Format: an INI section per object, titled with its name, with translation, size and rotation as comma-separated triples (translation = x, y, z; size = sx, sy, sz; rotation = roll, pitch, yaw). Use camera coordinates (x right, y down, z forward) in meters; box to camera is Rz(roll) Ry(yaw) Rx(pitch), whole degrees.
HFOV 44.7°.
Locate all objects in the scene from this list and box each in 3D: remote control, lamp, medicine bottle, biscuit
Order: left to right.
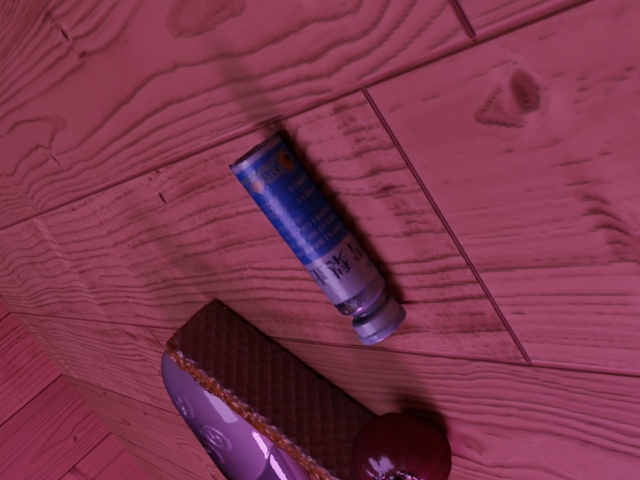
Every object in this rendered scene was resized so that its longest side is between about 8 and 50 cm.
[remote control]
translation = -0.121, 0.275, 1.133
size = 0.221, 0.103, 0.332
rotation = 16, 141, 50
[biscuit]
translation = -0.030, 0.199, 0.910
size = 0.378, 0.094, 0.054
rotation = 32, 149, 29
[medicine bottle]
translation = 0.000, 0.000, 0.650
size = 0.191, 0.051, 0.051
rotation = 54, 152, -10
[lamp]
translation = 0.081, 0.216, 0.776
size = 0.101, 0.090, 0.101
rotation = 6, 132, 6
